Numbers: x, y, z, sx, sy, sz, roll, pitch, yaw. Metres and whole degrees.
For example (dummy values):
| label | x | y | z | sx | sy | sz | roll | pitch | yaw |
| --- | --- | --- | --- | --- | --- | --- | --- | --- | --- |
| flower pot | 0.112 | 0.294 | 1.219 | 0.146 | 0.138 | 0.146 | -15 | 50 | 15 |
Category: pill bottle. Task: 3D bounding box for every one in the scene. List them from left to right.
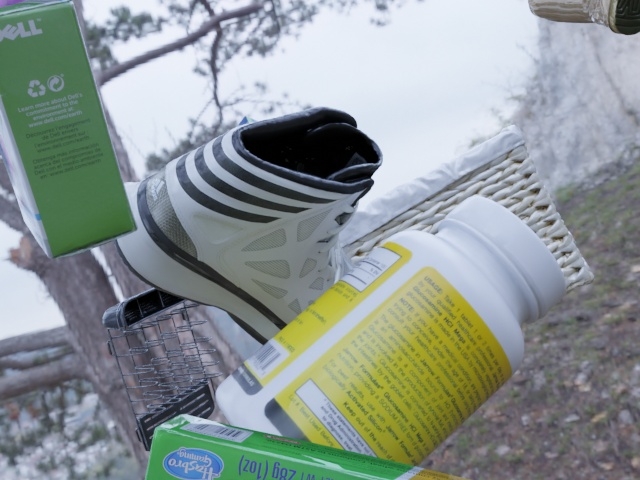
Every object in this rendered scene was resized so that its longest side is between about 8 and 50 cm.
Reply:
| label | x | y | z | sx | sy | sz | roll | pitch | yaw |
| --- | --- | --- | --- | --- | --- | --- | --- | --- | --- |
| pill bottle | 0.077 | 0.113 | 0.776 | 0.334 | 0.188 | 0.188 | -40 | 3 | -10 |

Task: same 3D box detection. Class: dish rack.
| label | x | y | z | sx | sy | sz | roll | pitch | yaw |
| --- | --- | --- | --- | --- | --- | --- | --- | --- | --- |
| dish rack | -0.247 | 0.205 | 1.290 | 0.074 | 0.271 | 0.208 | -10 | 8 | 34 |

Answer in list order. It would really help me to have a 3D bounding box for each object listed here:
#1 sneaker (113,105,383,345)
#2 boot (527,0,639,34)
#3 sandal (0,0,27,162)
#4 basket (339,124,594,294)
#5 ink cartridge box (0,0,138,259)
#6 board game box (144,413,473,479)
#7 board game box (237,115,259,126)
| label | x | y | z | sx | sy | sz | roll | pitch | yaw |
| --- | --- | --- | --- | --- | --- | --- | --- | --- | --- |
| sneaker | 0.000 | 0.001 | 0.918 | 0.258 | 0.169 | 0.448 | -27 | -30 | 24 |
| boot | 0.454 | -0.474 | 1.298 | 0.089 | 0.236 | 0.269 | 2 | 24 | -18 |
| sandal | -0.382 | -0.287 | 0.814 | 0.170 | 0.415 | 0.102 | -9 | -6 | 4 |
| basket | 0.238 | 0.001 | 1.294 | 0.331 | 0.266 | 0.328 | -28 | -1 | 14 |
| ink cartridge box | -0.191 | -0.104 | 0.512 | 0.062 | 0.209 | 0.109 | -21 | 25 | -24 |
| board game box | -0.021 | 0.301 | 0.522 | 0.242 | 0.316 | 0.064 | 10 | -3 | 9 |
| board game box | -0.084 | -0.166 | 1.605 | 0.136 | 0.201 | 0.035 | 18 | -57 | -42 |
